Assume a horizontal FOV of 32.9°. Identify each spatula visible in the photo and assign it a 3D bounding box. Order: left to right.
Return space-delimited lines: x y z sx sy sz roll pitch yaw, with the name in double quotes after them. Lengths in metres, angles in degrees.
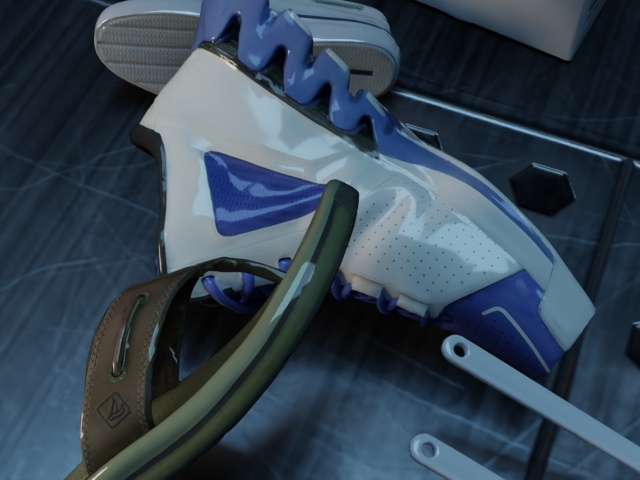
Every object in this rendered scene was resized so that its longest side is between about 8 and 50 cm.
0.145 0.163 0.595 0.242 0.019 0.168 31 64 1 "spatula"

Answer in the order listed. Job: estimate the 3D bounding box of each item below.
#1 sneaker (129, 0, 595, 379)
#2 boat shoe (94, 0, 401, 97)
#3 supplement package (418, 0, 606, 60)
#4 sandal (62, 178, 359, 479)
-0.001 -0.001 0.688 0.315 0.127 0.182 41 89 6 "sneaker"
-0.054 -0.151 0.820 0.226 0.083 0.076 7 42 -10 "boat shoe"
0.162 -0.322 0.822 0.199 0.263 0.198 25 57 16 "supplement package"
-0.092 0.076 0.563 0.303 0.120 0.086 -44 92 1 "sandal"
